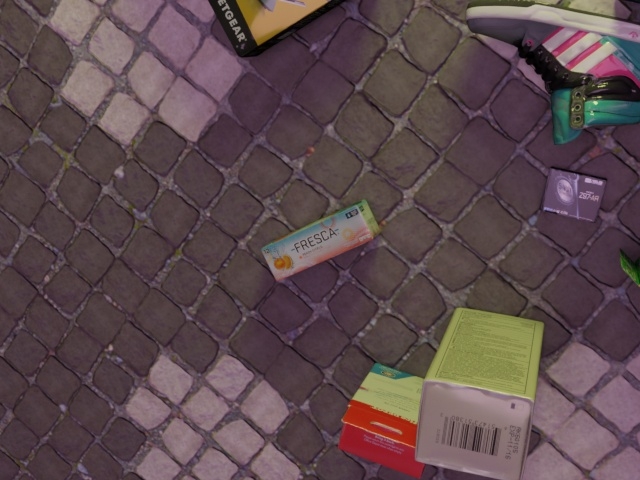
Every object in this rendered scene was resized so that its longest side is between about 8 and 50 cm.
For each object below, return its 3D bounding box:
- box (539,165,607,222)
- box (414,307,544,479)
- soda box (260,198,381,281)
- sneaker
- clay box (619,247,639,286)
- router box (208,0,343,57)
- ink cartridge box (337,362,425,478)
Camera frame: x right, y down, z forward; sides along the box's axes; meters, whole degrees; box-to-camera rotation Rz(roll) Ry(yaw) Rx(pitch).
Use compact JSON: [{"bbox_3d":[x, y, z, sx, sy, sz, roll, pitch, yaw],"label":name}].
[{"bbox_3d":[0.373,-0.068,1.303,0.083,0.018,0.067,15,107,13],"label":"box"},{"bbox_3d":[0.234,0.205,1.255,0.148,0.311,0.121,9,105,16],"label":"box"},{"bbox_3d":[0.000,0.000,1.414,0.183,0.058,0.062,-24,95,20],"label":"soda box"},{"bbox_3d":[0.331,-0.225,1.229,0.296,0.124,0.178,15,98,12],"label":"sneaker"},{"bbox_3d":[0.520,0.081,1.236,0.222,0.127,0.053,41,110,4],"label":"clay box"},{"bbox_3d":[-0.084,-0.466,1.315,0.243,0.081,0.308,-28,94,21],"label":"router box"},{"bbox_3d":[0.112,0.280,1.354,0.134,0.231,0.078,17,107,13],"label":"ink cartridge box"}]
